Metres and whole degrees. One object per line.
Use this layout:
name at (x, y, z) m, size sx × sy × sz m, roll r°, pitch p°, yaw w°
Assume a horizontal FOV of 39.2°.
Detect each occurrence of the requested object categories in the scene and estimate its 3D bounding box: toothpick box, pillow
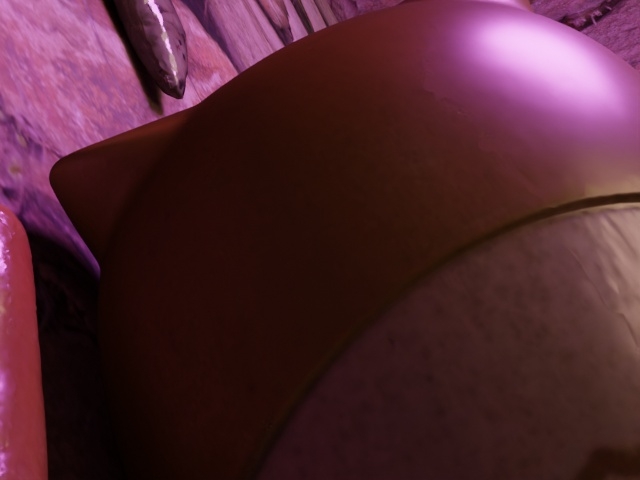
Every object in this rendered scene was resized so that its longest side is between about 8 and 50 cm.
toothpick box at (0.071, 0.071, 0.562) m, size 0.426 × 0.408 × 0.409 m, roll 62°, pitch 12°, yaw 7°
pillow at (-0.184, -0.254, 0.920) m, size 0.241 × 0.051 × 0.093 m, roll 65°, pitch 17°, yaw 0°

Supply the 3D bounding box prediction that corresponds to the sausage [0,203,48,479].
sausage at (-0.140, 0.122, 0.329) m, size 0.087 × 0.079 × 0.327 m, roll 68°, pitch 7°, yaw -52°
